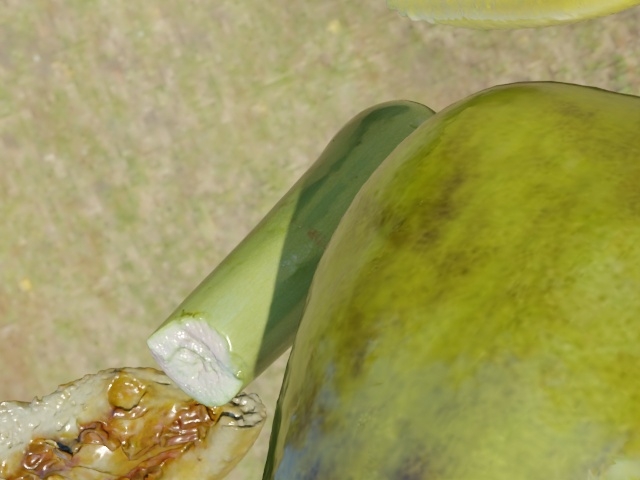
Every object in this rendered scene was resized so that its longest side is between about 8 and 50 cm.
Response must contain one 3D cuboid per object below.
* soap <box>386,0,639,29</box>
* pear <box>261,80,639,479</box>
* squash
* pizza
[{"bbox_3d":[0.271,-0.328,1.479,0.427,0.306,0.115,5,139,54],"label":"soap"},{"bbox_3d":[0.106,0.085,0.621,0.287,0.375,0.287,20,123,33],"label":"pear"},{"bbox_3d":[0.000,0.000,0.907,0.083,0.250,0.083,32,150,21],"label":"squash"},{"bbox_3d":[-0.160,0.149,0.960,0.056,0.271,0.134,-92,-16,-45],"label":"pizza"}]
